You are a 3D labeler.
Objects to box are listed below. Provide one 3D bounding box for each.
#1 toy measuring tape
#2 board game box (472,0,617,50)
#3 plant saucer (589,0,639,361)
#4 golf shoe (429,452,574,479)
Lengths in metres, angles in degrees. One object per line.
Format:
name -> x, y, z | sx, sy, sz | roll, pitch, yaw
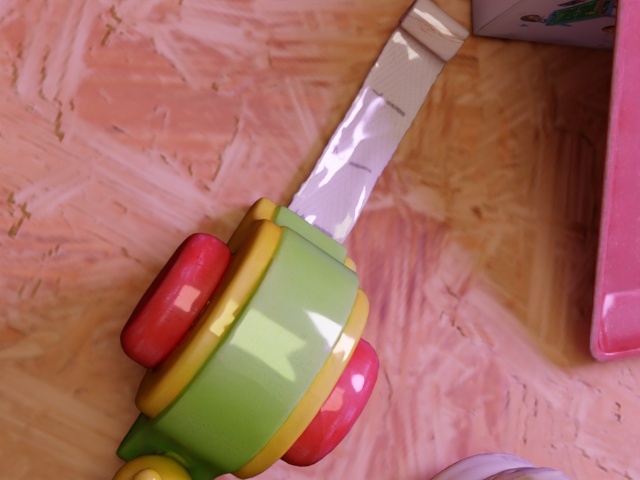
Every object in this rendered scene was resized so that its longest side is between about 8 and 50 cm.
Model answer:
toy measuring tape -> 0.000, 0.000, 0.578 | 0.121, 0.121, 0.330 | 35, 71, -10
board game box -> 0.242, -0.225, 0.710 | 0.303, 0.097, 0.224 | 3, 79, -19
plant saucer -> 0.261, -0.074, 0.650 | 0.259, 0.047, 0.259 | -9, 118, -14
golf shoe -> 0.117, 0.255, 0.560 | 0.115, 0.140, 0.306 | -10, 85, -22
